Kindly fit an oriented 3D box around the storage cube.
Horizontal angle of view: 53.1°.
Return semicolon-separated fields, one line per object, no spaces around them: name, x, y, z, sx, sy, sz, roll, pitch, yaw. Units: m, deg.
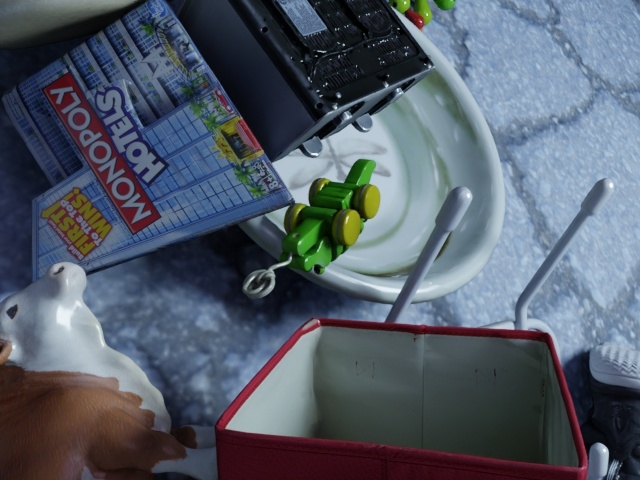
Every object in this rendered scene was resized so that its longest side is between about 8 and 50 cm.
storage cube;0.055;0.172;0.406;0.215;0.184;0.193;-40;130;-71

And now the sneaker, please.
sneaker;0.358;0.202;0.745;0.268;0.101;0.153;13;87;-57

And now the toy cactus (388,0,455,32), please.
toy cactus;0.124;-0.400;0.931;0.180;0.112;0.219;35;58;-1

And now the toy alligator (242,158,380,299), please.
toy alligator;0.000;0.000;0.509;0.189;0.056;0.051;-51;138;-41

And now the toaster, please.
toaster;-0.021;-0.170;0.547;0.168;0.110;0.185;-34;87;-42

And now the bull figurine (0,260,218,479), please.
bull figurine;-0.142;0.166;0.391;0.188;0.101;0.310;1;67;8

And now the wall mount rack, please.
wall mount rack;0.164;0.101;0.596;0.350;0.130;0.304;-6;94;-37

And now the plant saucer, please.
plant saucer;0.017;-0.109;0.679;0.400;0.100;0.400;17;56;-27

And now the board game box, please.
board game box;-0.152;-0.059;0.482;0.194;0.060;0.194;-33;90;-1

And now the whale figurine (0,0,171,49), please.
whale figurine;-0.202;-0.250;0.539;0.272;0.216;0.141;-47;124;-62
